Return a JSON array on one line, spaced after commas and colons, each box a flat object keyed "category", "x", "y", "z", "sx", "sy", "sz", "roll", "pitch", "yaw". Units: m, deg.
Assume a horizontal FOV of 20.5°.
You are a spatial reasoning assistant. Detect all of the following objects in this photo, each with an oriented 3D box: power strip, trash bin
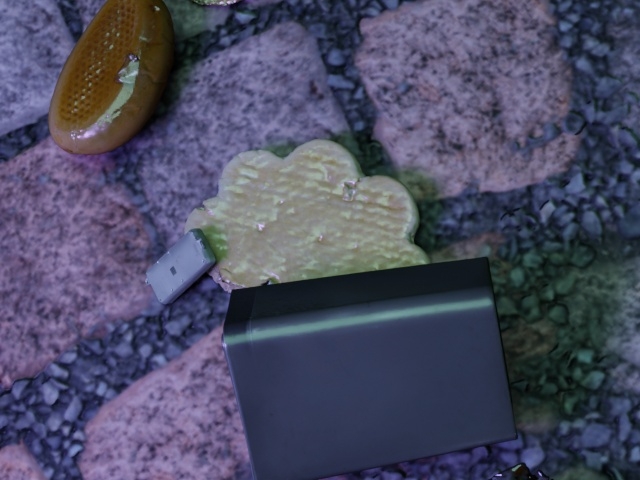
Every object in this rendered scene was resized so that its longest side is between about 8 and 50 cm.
[{"category": "power strip", "x": -0.137, "y": 0.026, "z": 1.727, "sx": 0.090, "sy": 0.016, "sz": 0.040, "roll": -42, "pitch": 67, "yaw": 35}, {"category": "trash bin", "x": 0.046, "y": 0.112, "z": 1.593, "sx": 0.241, "sy": 0.122, "sz": 0.164, "roll": -11, "pitch": 109, "yaw": 6}]

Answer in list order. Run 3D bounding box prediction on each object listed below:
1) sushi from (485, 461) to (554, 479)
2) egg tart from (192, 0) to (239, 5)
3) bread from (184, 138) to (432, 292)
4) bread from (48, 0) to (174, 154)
[{"category": "sushi", "x": 0.181, "y": 0.255, "z": 1.562, "sx": 0.094, "sy": 0.084, "sz": 0.098, "roll": -21, "pitch": 64, "yaw": 7}, {"category": "egg tart", "x": -0.103, "y": -0.306, "z": 1.849, "sx": 0.129, "sy": 0.049, "sz": 0.128, "roll": -4, "pitch": 71, "yaw": 12}, {"category": "bread", "x": 0.000, "y": 0.000, "z": 1.719, "sx": 0.251, "sy": 0.039, "sz": 0.182, "roll": 31, "pitch": 79, "yaw": 21}, {"category": "bread", "x": -0.208, "y": -0.167, "z": 1.808, "sx": 0.114, "sy": 0.077, "sz": 0.189, "roll": 16, "pitch": 74, "yaw": 38}]
